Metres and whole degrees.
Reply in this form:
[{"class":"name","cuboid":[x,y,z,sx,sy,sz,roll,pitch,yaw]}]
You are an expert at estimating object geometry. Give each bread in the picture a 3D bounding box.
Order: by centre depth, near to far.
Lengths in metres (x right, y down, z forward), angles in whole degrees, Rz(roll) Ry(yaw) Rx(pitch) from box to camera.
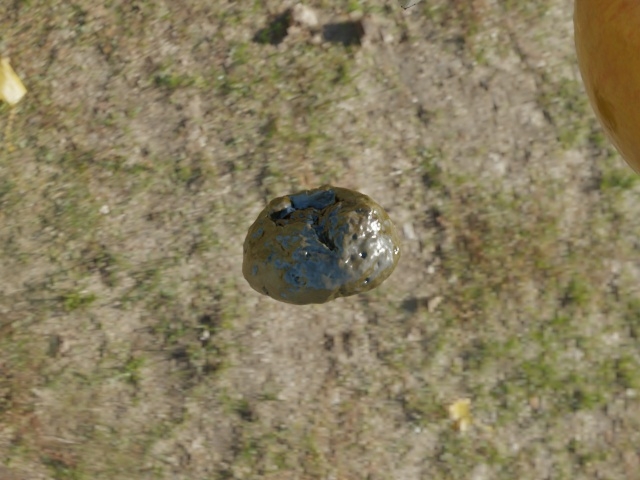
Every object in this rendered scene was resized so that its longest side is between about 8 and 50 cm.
[{"class":"bread","cuboid":[0.000,0.000,1.674,0.230,0.230,0.123,-22,113,-33]}]

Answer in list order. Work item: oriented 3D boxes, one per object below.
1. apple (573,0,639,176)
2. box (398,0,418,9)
[{"class":"apple","cuboid":[0.364,-0.172,1.027,0.275,0.299,0.299,46,60,-48]},{"class":"box","cuboid":[0.195,-0.394,1.484,0.269,0.135,0.079,-32,90,-2]}]
